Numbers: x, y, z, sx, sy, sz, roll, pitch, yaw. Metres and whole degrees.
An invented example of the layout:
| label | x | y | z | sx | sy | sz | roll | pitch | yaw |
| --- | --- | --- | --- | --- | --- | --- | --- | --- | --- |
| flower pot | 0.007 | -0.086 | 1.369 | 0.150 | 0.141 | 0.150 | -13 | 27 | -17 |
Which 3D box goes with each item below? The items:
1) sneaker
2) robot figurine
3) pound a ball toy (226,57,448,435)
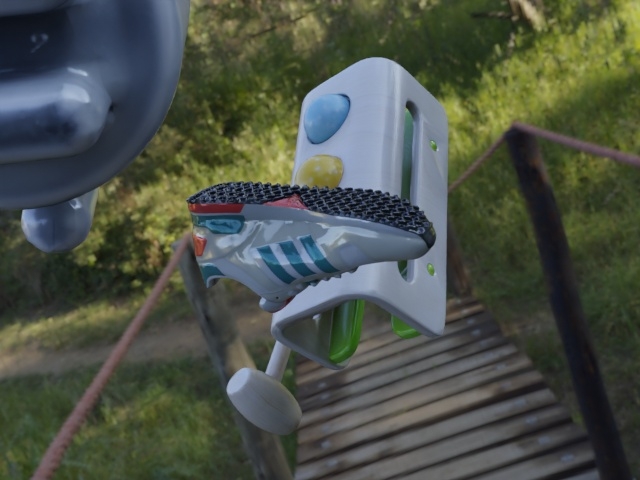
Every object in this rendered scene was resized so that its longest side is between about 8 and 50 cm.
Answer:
| label | x | y | z | sx | sy | sz | roll | pitch | yaw |
| --- | --- | --- | --- | --- | --- | --- | --- | --- | --- |
| sneaker | -0.007 | 0.008 | 0.571 | 0.161 | 0.075 | 0.057 | 6 | 20 | 19 |
| robot figurine | -0.185 | -0.145 | 0.577 | 0.200 | 0.300 | 0.353 | -3 | 20 | -5 |
| pound a ball toy | 0.000 | 0.000 | 0.870 | 0.208 | 0.136 | 0.319 | -25 | 44 | 38 |
